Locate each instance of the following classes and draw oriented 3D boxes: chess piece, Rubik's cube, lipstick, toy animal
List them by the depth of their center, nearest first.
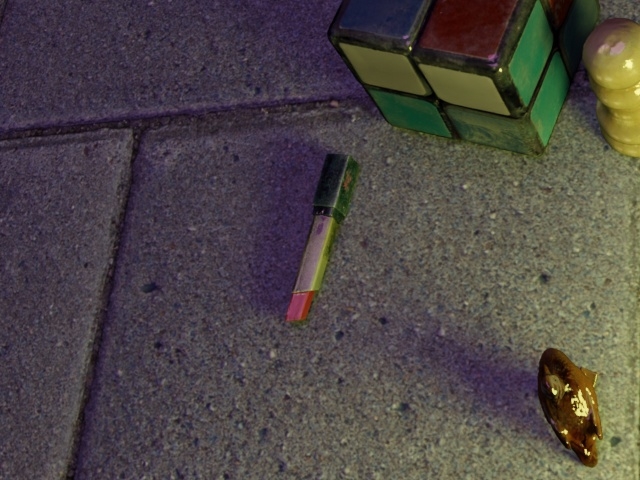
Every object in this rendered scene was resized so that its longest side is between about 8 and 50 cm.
[{"bbox_3d":[0.358,0.245,1.602,0.089,0.179,0.188,-21,86,18],"label":"toy animal"},{"bbox_3d":[0.470,-0.246,1.716,0.143,0.261,0.142,-12,62,23],"label":"chess piece"},{"bbox_3d":[0.247,-0.357,1.840,0.313,0.318,0.316,17,77,29],"label":"Rubik's cube"},{"bbox_3d":[0.000,0.000,1.953,0.051,0.051,0.312,8,73,27],"label":"lipstick"}]
